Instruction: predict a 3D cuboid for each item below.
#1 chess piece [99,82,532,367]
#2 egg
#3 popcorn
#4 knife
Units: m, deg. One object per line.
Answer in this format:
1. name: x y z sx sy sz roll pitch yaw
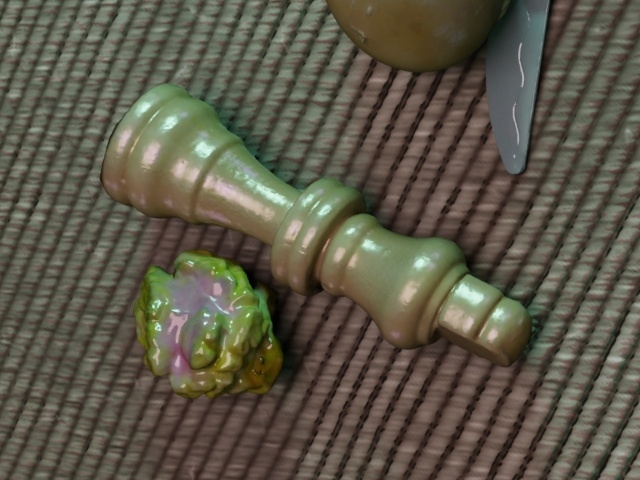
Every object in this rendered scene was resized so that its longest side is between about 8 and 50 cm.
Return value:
1. chess piece: 0.000 0.000 1.397 0.397 0.117 0.117 29 104 20
2. egg: 0.075 -0.235 1.326 0.164 0.164 0.201 -20 81 25
3. popcorn: -0.100 0.075 1.443 0.145 0.126 0.125 25 89 50
4. knife: 0.169 -0.185 1.353 0.063 0.034 0.260 19 103 28
